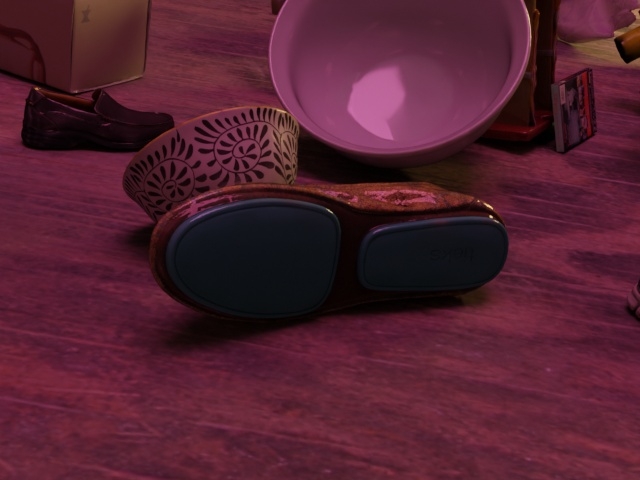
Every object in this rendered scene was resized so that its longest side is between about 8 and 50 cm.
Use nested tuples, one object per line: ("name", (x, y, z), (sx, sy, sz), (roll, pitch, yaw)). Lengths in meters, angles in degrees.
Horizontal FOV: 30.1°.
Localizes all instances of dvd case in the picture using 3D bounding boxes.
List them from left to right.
("dvd case", (0.325, -0.168, 1.520), (0.013, 0.087, 0.119), (1, 18, 32))

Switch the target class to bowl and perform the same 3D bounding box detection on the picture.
("bowl", (-0.086, -0.042, 1.076), (0.170, 0.170, 0.080), (-8, 66, -32))
("bowl", (0.096, -0.193, 1.376), (0.298, 0.134, 0.297), (-5, 62, 9))

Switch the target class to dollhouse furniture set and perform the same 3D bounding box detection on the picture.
("dollhouse furniture set", (0.130, -0.266, 1.549), (0.374, 0.201, 0.152), (12, 26, 27))

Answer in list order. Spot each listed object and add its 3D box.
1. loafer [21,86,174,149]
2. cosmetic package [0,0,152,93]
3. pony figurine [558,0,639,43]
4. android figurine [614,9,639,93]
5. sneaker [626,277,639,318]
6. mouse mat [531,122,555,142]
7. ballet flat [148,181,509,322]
("loafer", (-0.240, -0.136, 1.307), (0.170, 0.061, 0.062), (-3, 25, -25))
("cosmetic package", (-0.381, -0.298, 1.551), (0.296, 0.129, 0.153), (21, 25, 29))
("pony figurine", (0.426, -0.481, 2.098), (0.363, 0.302, 0.351), (-19, 3, -40))
("android figurine", (0.562, -0.289, 1.666), (0.273, 0.248, 0.056), (-24, 1, 7))
("sneaker", (0.335, 0.057, 1.023), (0.063, 0.074, 0.170), (-6, 27, -28))
("mouse mat", (0.239, -0.173, 1.604), (0.190, 0.007, 0.152), (20, 26, 25))
("ballet flat", (0.000, 0.000, 1.012), (0.349, 0.123, 0.123), (-2, 25, -32))
